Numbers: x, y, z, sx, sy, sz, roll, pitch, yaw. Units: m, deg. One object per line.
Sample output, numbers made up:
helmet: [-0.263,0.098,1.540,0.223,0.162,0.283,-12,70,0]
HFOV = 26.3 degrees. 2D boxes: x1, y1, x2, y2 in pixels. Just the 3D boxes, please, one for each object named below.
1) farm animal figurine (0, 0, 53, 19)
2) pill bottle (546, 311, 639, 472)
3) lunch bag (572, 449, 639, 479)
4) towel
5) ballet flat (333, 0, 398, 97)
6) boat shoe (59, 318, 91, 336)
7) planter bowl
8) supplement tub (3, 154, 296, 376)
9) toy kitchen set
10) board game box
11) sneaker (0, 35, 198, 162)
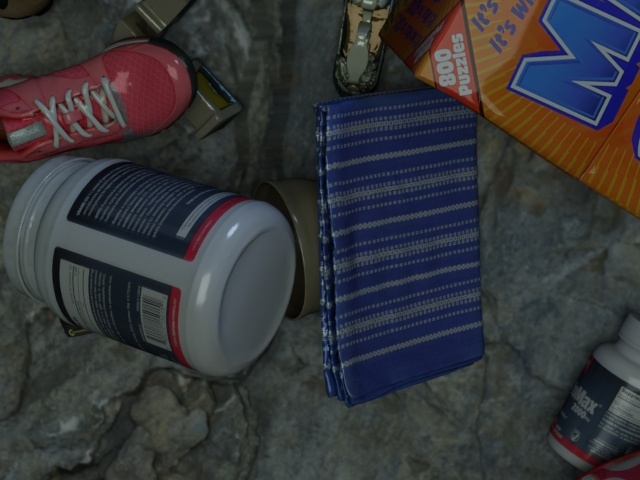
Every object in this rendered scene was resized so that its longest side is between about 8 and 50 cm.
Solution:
farm animal figurine: [-0.432,-0.309,1.493,0.327,0.330,0.172,7,100,-26]
pill bottle: [0.348,0.179,1.581,0.108,0.108,0.180,27,101,-1]
lunch bag: [0.428,0.332,1.565,0.293,0.120,0.258,-21,136,3]
towel: [0.097,0.000,1.524,0.243,0.040,0.336,-12,105,-39]
ballet flat: [0.053,-0.247,1.541,0.070,0.070,0.188,7,101,3]
boat shoe: [-0.201,0.072,1.619,0.228,0.081,0.068,-5,104,13]
planter bowl: [0.000,0.000,1.559,0.109,0.162,0.162,-14,101,-20]
supplement tub: [-0.181,0.020,1.468,0.272,0.191,0.191,18,103,26]
toy kitchen set: [-0.105,-0.247,1.546,0.166,0.122,0.207,46,121,-6]
board game box: [0.313,-0.242,1.349,0.356,0.356,0.356,31,101,-10]
sneaker: [-0.280,-0.133,1.514,0.314,0.136,0.116,-12,111,25]
